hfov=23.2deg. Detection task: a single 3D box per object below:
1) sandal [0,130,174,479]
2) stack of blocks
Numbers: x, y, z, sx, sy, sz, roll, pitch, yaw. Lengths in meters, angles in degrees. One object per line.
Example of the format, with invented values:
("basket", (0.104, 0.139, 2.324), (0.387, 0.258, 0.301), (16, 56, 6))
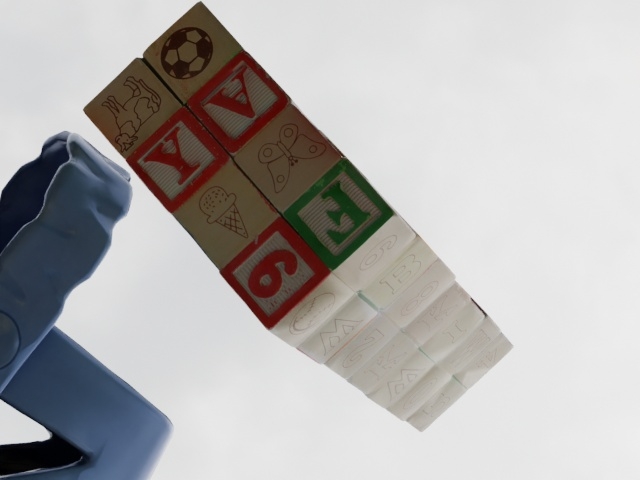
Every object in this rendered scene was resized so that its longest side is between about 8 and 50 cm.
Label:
("sandal", (-0.112, 0.086, 0.559), (0.138, 0.126, 0.317), (-15, -76, -22))
("stack of blocks", (0.000, 0.000, 0.922), (0.087, 0.297, 0.171), (-43, -115, 2))
